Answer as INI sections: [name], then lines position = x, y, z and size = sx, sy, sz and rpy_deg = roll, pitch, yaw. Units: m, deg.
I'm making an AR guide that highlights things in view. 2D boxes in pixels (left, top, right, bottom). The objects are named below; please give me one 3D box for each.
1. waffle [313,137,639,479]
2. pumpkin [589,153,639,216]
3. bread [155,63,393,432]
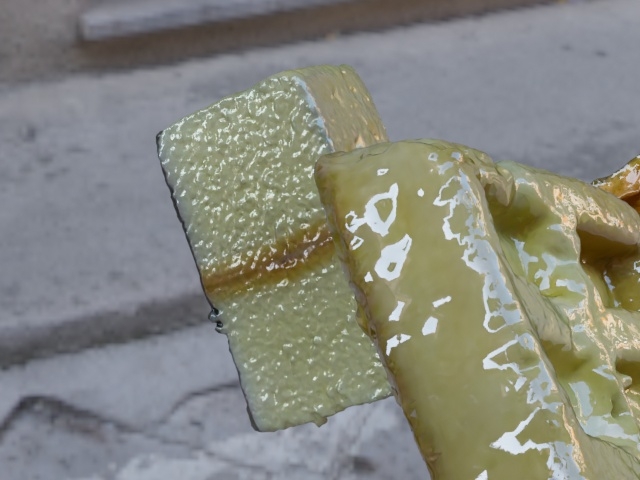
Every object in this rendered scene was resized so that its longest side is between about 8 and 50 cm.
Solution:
[waffle]
position = 0.099, 0.088, 0.532
size = 0.168, 0.057, 0.274
rpy_deg = 15, 48, -54
[pumpkin]
position = 0.255, 0.050, 1.302
size = 0.317, 0.139, 0.221
rpy_deg = -15, 59, 9
[bread]
position = 0.000, 0.000, 1.164
size = 0.135, 0.240, 0.178
rpy_deg = -20, 1, 21
